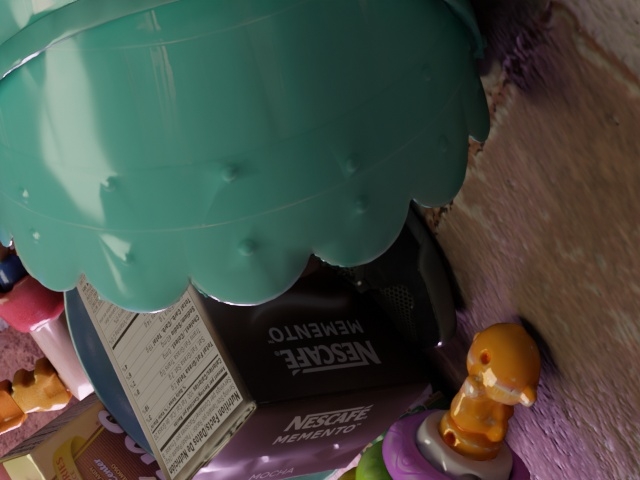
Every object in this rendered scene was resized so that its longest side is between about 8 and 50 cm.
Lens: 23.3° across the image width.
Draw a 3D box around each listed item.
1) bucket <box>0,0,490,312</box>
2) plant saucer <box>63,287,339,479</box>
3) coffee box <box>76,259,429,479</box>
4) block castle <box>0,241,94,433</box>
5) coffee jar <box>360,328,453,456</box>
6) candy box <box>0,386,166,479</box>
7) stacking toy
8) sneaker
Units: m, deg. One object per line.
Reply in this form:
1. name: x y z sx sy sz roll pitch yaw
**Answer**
1. bucket: -0.059 -0.115 0.786 0.281 0.281 0.183 40 151 48
2. plant saucer: -0.089 0.083 1.378 0.318 0.044 0.317 13 120 25
3. coffee box: -0.075 0.025 1.134 0.119 0.168 0.297 -50 58 35
4. block castle: -0.383 0.038 1.734 0.213 0.303 0.453 58 -169 -24
5. coffee jar: 0.055 0.129 1.213 0.184 0.079 0.096 55 156 11
6. candy box: -0.148 0.210 1.545 0.087 0.316 0.183 -23 100 48
7. stacking toy: 0.076 0.177 1.057 0.175 0.166 0.301 51 128 43
8. sneaker: 0.000 0.000 1.059 0.227 0.130 0.087 58 165 -21
